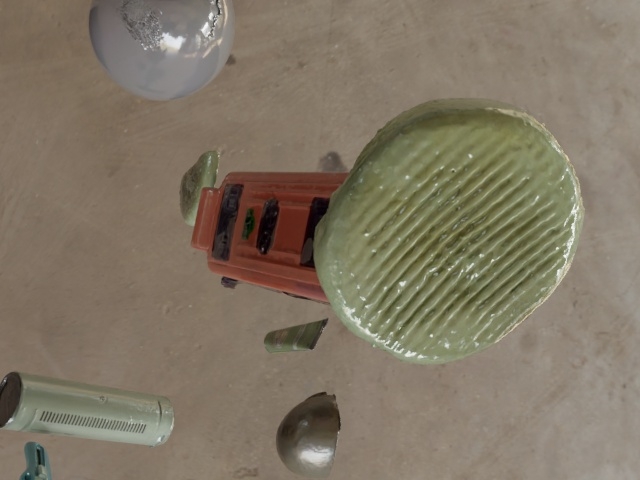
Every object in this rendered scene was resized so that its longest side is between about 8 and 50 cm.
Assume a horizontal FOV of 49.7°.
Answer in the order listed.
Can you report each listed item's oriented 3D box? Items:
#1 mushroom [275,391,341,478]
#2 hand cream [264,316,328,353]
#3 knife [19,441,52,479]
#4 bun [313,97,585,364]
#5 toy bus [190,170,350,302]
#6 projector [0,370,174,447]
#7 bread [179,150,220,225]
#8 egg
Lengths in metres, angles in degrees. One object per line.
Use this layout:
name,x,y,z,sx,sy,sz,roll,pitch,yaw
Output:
mushroom,-0.025,0.370,1.307,0.117,0.188,0.141,0,40,-22
hand cream,-0.064,0.233,1.653,0.055,0.235,0.086,38,60,-21
knife,-0.518,0.417,1.263,0.064,0.222,0.031,39,82,-23
bun,0.101,-0.011,0.557,0.221,0.108,0.221,-3,113,-6
toy bus,0.000,0.000,1.033,0.233,0.426,0.203,13,86,-38
projector,-0.453,0.336,1.357,0.337,0.108,0.108,23,69,-42
bread,-0.228,-0.083,1.245,0.036,0.193,0.112,9,75,-23
egg,-0.163,-0.222,0.720,0.146,0.198,0.147,0,90,-32
